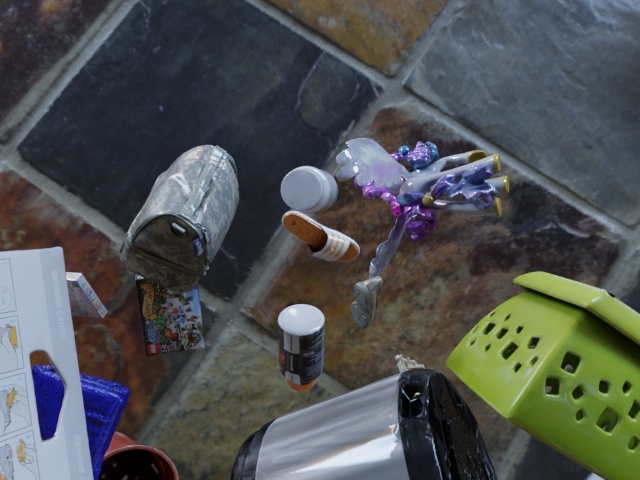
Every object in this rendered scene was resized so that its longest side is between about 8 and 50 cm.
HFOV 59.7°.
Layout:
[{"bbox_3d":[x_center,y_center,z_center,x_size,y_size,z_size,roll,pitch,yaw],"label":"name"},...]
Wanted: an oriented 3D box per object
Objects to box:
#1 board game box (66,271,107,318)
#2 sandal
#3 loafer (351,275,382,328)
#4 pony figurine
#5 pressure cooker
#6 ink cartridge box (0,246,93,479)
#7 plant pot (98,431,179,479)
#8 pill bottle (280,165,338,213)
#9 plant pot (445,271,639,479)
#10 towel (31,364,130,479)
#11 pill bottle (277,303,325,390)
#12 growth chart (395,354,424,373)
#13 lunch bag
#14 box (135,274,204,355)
[{"bbox_3d":[-0.641,0.144,1.463,0.104,0.154,0.026,3,45,17],"label":"board game box"},{"bbox_3d":[-0.006,0.007,1.709,0.265,0.076,0.102,28,122,-12],"label":"sandal"},{"bbox_3d":[0.075,0.096,0.852,0.039,0.125,0.045,-29,62,-17],"label":"loafer"},{"bbox_3d":[0.210,-0.103,1.230,0.364,0.351,0.302,-3,109,24],"label":"pony figurine"},{"bbox_3d":[0.056,0.430,0.887,0.421,0.375,0.369,-24,121,18],"label":"pressure cooker"},{"bbox_3d":[-0.334,0.159,0.477,0.066,0.261,0.296,-9,88,26],"label":"ink cartridge box"},{"bbox_3d":[-0.564,0.661,1.528,0.273,0.265,0.272,0,89,-34],"label":"plant pot"},{"bbox_3d":[-0.038,-0.172,1.906,0.161,0.283,0.160,1,94,10],"label":"pill bottle"},{"bbox_3d":[0.352,0.177,0.786,0.227,0.228,0.207,33,91,-9],"label":"plant pot"},{"bbox_3d":[-0.583,0.448,1.238,0.228,0.076,0.308,22,86,-22],"label":"towel"},{"bbox_3d":[-0.054,0.311,1.572,0.131,0.130,0.245,2,123,2],"label":"pill bottle"},{"bbox_3d":[0.279,0.405,1.533,0.021,0.237,0.171,-18,97,-18],"label":"growth chart"},{"bbox_3d":[-0.323,-0.062,1.343,0.213,0.256,0.305,26,44,-13],"label":"lunch bag"},{"bbox_3d":[-0.407,0.195,1.521,0.159,0.044,0.232,-7,111,-14],"label":"box"}]
